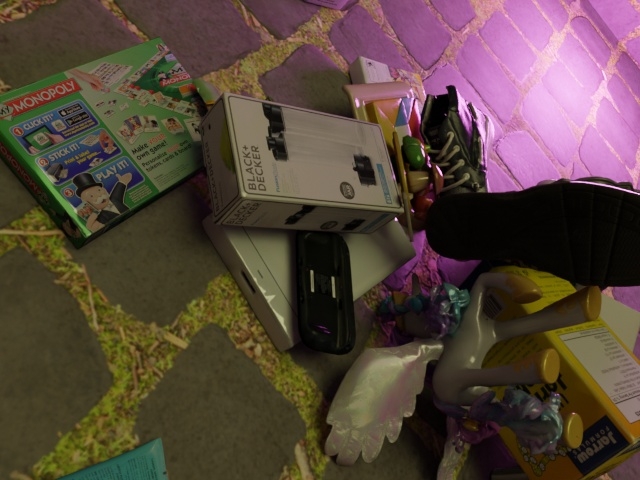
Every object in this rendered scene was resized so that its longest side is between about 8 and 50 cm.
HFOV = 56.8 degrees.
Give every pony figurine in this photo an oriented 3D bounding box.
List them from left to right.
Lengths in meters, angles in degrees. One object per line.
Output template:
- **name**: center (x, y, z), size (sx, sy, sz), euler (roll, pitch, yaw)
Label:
- **pony figurine**: center (0.209, 0.205, 0.903), size (0.303, 0.363, 0.351), euler (30, 68, -33)

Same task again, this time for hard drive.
- **hard drive**: center (0.000, 0.000, 1.001), size (0.353, 0.047, 0.233), euler (-30, 88, -44)
- **hard drive**: center (0.555, 0.268, 1.218), size (0.203, 0.040, 0.307), euler (23, 82, -28)

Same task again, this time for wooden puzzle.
- **wooden puzzle**: center (0.149, -0.196, 1.145), size (0.221, 0.044, 0.239), euler (-22, 94, -49)

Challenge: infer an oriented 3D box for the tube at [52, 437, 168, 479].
- **tube**: center (-0.258, 0.284, 0.650), size (0.207, 0.052, 0.080), euler (-2, 74, -45)

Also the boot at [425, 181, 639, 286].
- **boot**: center (0.392, -0.015, 0.924), size (0.284, 0.377, 0.138), euler (-2, 93, -46)

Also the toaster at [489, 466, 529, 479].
- **toaster**: center (0.381, 0.475, 1.015), size (0.168, 0.110, 0.186), euler (25, 54, -28)

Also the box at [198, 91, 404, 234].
- **box**: center (-0.024, -0.105, 0.889), size (0.290, 0.087, 0.169), euler (4, 65, -35)

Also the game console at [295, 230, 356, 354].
- **game console**: center (-0.009, -0.002, 0.935), size (0.213, 0.044, 0.361), euler (14, 59, -31)

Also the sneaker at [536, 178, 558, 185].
- **sneaker**: center (0.635, -0.013, 1.493), size (0.305, 0.114, 0.152), euler (38, 63, -12)

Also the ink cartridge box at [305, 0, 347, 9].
- **ink cartridge box**: center (0.054, -0.659, 1.227), size (0.117, 0.278, 0.201), euler (-5, 71, -41)

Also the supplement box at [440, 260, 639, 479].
- **supplement box**: center (0.387, 0.218, 1.018), size (0.194, 0.195, 0.356), euler (1, 45, -38)

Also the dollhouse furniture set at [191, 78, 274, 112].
- **dollhouse furniture set**: center (-0.130, -0.223, 0.962), size (0.151, 0.058, 0.076), euler (19, 38, -59)

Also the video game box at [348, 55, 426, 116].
- **video game box**: center (0.161, -0.283, 1.277), size (0.187, 0.048, 0.205), euler (3, 67, -35)

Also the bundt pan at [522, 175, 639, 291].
- **bundt pan**: center (0.509, 0.015, 1.205), size (0.331, 0.331, 0.124), euler (23, 53, -28)

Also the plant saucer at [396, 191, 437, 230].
- **plant saucer**: center (0.186, -0.103, 1.217), size (0.168, 0.029, 0.168), euler (18, 57, -30)

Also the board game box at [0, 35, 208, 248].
- **board game box**: center (-0.286, -0.156, 0.855), size (0.213, 0.046, 0.317), euler (52, 47, -5)

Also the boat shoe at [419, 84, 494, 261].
- **boat shoe**: center (0.249, -0.137, 1.143), size (0.158, 0.127, 0.340), euler (32, 54, -36)

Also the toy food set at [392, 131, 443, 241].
- **toy food set**: center (0.171, -0.104, 1.011), size (0.218, 0.071, 0.128), euler (-91, 168, -47)
